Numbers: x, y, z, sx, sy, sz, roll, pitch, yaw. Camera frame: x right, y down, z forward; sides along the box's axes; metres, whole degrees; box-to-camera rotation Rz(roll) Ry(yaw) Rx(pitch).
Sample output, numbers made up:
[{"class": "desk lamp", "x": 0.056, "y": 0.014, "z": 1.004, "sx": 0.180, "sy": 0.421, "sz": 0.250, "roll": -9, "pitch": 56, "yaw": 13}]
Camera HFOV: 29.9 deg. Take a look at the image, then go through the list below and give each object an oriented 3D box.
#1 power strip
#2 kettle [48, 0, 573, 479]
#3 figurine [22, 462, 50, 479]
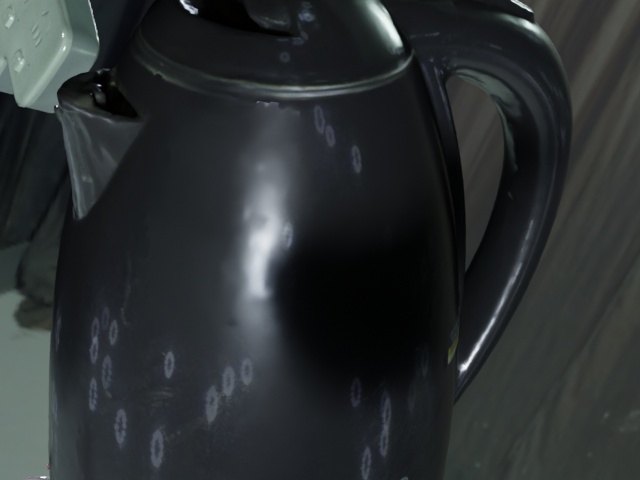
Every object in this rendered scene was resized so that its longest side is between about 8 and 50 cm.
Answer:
[{"class": "power strip", "x": -0.350, "y": -0.259, "z": 1.433, "sx": 0.059, "sy": 0.193, "sz": 0.265, "roll": 12, "pitch": 45, "yaw": -40}, {"class": "kettle", "x": 0.000, "y": 0.000, "z": 0.594, "sx": 0.268, "sy": 0.290, "sz": 0.207, "roll": -8, "pitch": 32, "yaw": -24}, {"class": "figurine", "x": -0.262, "y": 0.275, "z": 1.175, "sx": 0.316, "sy": 0.284, "sz": 0.206, "roll": -16, "pitch": 90, "yaw": -54}]
